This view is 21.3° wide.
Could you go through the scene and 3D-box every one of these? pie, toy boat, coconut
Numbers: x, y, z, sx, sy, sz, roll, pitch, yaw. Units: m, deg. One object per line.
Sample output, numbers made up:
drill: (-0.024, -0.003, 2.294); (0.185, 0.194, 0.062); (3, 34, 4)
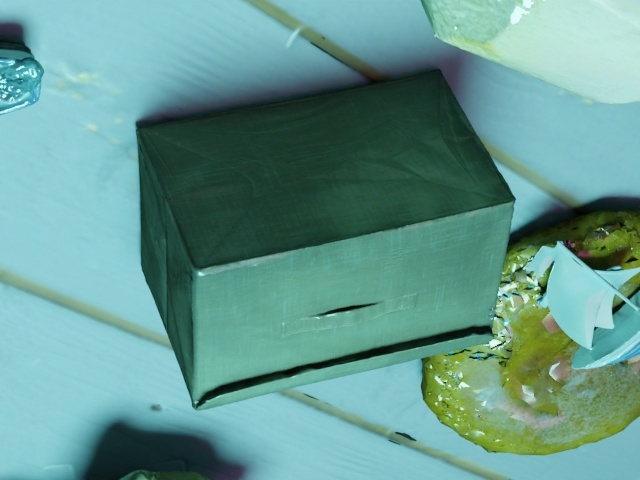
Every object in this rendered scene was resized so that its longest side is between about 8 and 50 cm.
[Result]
pie: (0.210, 0.081, 1.464); (0.273, 0.069, 0.273); (-11, 127, -15)
toy boat: (0.222, 0.060, 1.386); (0.149, 0.034, 0.105); (11, 115, -30)
coconut: (0.170, -0.203, 1.018); (0.244, 0.239, 0.239); (16, 126, -39)
toy boat: (-0.240, -0.086, 1.058); (0.140, 0.066, 0.059); (-8, 141, -18)

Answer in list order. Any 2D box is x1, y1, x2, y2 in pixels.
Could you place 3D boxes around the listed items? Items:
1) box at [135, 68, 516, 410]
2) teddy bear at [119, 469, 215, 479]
box: (0.000, 0.000, 1.205); (0.231, 0.155, 0.149); (-11, 138, -14)
teddy bear: (-0.170, 0.281, 1.428); (0.256, 0.156, 0.267); (-42, 136, 17)
